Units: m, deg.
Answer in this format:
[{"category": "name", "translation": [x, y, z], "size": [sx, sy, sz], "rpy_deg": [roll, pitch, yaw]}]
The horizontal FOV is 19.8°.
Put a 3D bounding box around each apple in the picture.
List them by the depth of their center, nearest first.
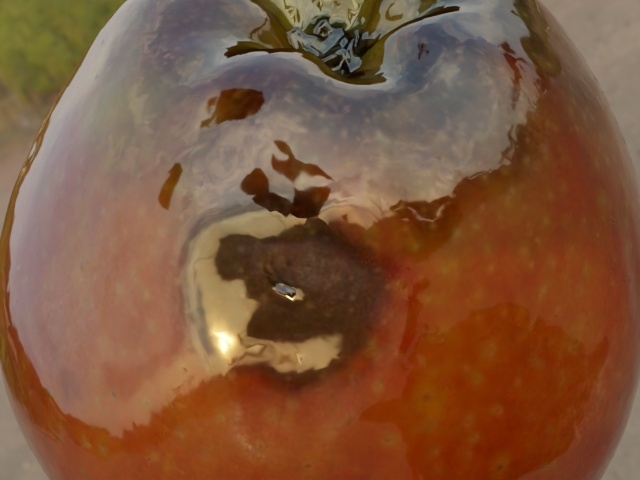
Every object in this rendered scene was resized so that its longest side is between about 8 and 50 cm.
[{"category": "apple", "translation": [0.000, 0.000, 0.614], "size": [0.230, 0.230, 0.230], "rpy_deg": [-29, 17, 9]}]
